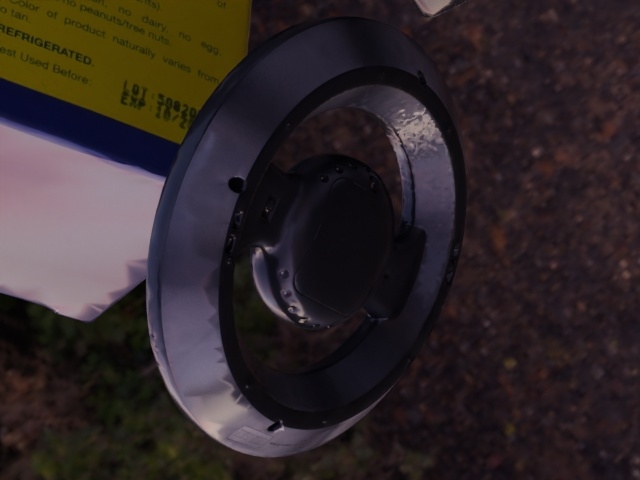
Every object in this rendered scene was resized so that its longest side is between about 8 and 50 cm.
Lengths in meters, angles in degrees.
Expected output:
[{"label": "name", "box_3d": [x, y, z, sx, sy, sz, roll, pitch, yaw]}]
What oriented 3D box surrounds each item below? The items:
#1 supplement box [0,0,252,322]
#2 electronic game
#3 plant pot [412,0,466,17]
[{"label": "supplement box", "box_3d": [-0.169, -0.162, 1.000, 0.194, 0.357, 0.195, 20, 146, -27]}, {"label": "electronic game", "box_3d": [0.000, 0.000, 0.806, 0.048, 0.229, 0.229, 17, 127, 39]}, {"label": "plant pot", "box_3d": [0.101, -0.307, 1.135, 0.187, 0.167, 0.188, -24, 54, 24]}]
